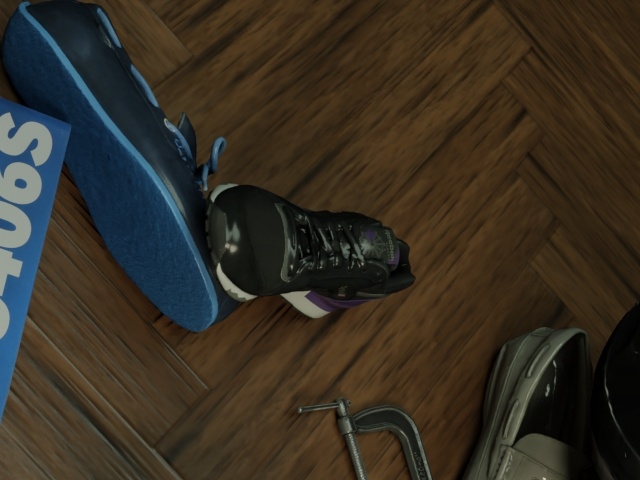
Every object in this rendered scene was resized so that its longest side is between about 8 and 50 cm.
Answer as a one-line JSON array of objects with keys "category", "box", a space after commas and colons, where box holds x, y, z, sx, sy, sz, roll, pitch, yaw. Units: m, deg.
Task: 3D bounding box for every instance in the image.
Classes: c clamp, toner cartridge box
[{"category": "c clamp", "box": [0.053, 0.224, 1.249, 0.137, 0.022, 0.160, -10, 74, -41]}, {"category": "toner cartridge box", "box": [-0.323, 0.035, 1.048, 0.165, 0.075, 0.347, 20, 60, -24]}]

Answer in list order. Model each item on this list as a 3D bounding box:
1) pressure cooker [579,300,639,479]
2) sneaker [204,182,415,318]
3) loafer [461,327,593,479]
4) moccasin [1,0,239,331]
[{"category": "pressure cooker", "box": [0.445, 0.273, 1.225, 0.420, 0.376, 0.370, 78, 32, -41]}, {"category": "sneaker", "box": [0.000, 0.000, 1.157, 0.283, 0.124, 0.107, 20, 61, -66]}, {"category": "loafer", "box": [0.211, 0.229, 1.288, 0.112, 0.111, 0.319, 25, 58, -22]}, {"category": "moccasin", "box": [-0.156, -0.085, 1.174, 0.117, 0.138, 0.342, -27, 86, -43]}]
